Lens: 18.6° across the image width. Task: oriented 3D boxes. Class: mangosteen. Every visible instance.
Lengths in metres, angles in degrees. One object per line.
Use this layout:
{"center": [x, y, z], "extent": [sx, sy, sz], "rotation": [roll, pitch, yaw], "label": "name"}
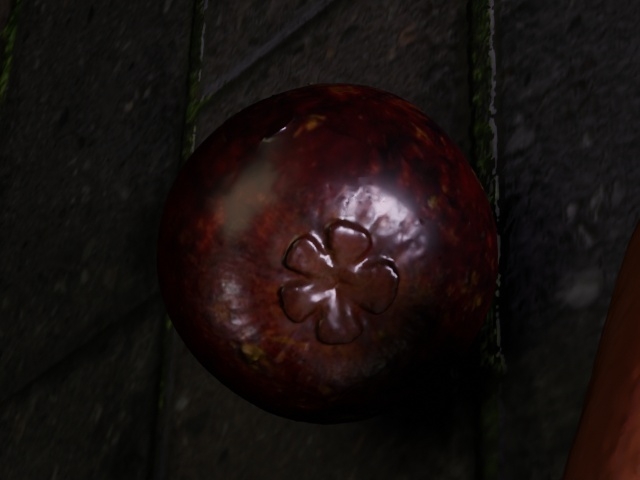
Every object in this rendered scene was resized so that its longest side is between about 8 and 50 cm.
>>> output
{"center": [-0.007, -0.003, 0.870], "extent": [0.156, 0.146, 0.181], "rotation": [-58, 30, 11], "label": "mangosteen"}

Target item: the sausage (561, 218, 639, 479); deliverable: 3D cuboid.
{"center": [0.121, 0.112, 0.624], "extent": [0.113, 0.113, 0.259], "rotation": [-10, 56, 53], "label": "sausage"}
